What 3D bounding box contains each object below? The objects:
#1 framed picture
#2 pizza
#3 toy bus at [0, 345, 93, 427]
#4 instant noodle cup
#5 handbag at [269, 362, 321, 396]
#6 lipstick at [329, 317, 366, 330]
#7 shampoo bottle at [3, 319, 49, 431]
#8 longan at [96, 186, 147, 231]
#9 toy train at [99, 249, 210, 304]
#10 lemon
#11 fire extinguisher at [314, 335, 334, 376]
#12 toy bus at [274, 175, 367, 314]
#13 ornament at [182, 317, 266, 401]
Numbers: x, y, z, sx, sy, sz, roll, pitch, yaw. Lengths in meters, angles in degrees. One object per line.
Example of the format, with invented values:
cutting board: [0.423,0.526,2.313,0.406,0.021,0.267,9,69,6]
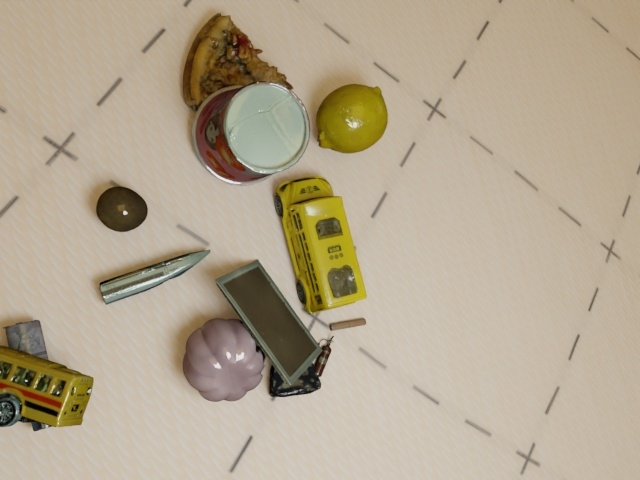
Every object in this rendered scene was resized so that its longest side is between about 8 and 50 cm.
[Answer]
framed picture: [-0.110,0.174,1.263,0.017,0.217,0.274,-37,85,20]
pizza: [-0.218,-0.392,1.399,0.287,0.074,0.251,41,71,-7]
toy bus: [-0.600,0.255,1.042,0.335,0.121,0.123,17,77,4]
instant noodle cup: [-0.148,-0.243,1.277,0.243,0.231,0.243,-3,97,-23]
handbag: [-0.068,0.291,1.321,0.115,0.072,0.139,-4,67,-19]
lipstick: [0.067,0.208,1.406,0.094,0.019,0.019,-6,81,-21]
shampoo bottle: [-0.571,0.268,1.132,0.072,0.072,0.214,-13,84,-22]
longan: [-0.432,-0.072,1.243,0.106,0.106,0.119,22,30,-15]
toy train: [-0.357,0.076,1.257,0.251,0.055,0.048,-20,86,-22]
lemon: [0.076,-0.304,1.434,0.206,0.173,0.173,-39,94,-10]
fire extinguisher: [-0.002,0.274,1.367,0.046,0.032,0.100,16,70,19]
toy bus: [0.000,0.000,1.353,0.144,0.152,0.330,-13,84,-21]
ornament: [-0.208,0.251,1.221,0.177,0.177,0.178,4,78,-19]
